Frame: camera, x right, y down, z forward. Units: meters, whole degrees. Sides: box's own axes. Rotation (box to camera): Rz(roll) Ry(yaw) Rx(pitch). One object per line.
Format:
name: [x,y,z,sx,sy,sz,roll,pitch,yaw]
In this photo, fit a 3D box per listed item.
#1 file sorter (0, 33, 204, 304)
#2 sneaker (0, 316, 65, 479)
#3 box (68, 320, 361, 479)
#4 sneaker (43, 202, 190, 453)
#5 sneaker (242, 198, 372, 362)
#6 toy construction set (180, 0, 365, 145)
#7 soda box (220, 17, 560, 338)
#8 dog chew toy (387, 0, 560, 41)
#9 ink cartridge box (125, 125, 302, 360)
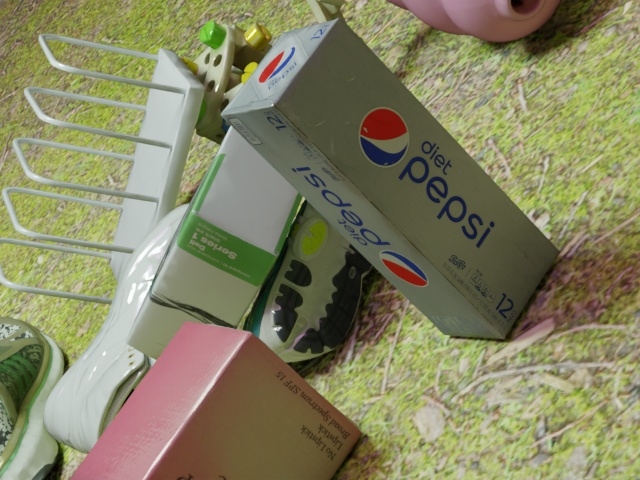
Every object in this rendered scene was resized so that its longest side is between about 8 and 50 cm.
file sorter: [-0.263,-0.083,1.963,0.193,0.173,0.277,-130,53,-65]
sneaker: [-0.401,0.164,1.930,0.158,0.182,0.410,-43,24,6]
box: [-0.103,0.203,1.427,0.232,0.148,0.127,-55,26,-17]
sneaker: [-0.157,0.101,1.746,0.292,0.108,0.169,-60,29,-9]
sneaker: [0.000,0.000,1.645,0.110,0.107,0.275,-24,31,57]
toy construction set: [-0.047,-0.211,1.954,0.328,0.151,0.215,-43,37,49]
soda box: [0.060,-0.045,1.381,0.098,0.286,0.091,-55,24,-21]
dog chew toy: [0.150,-0.307,1.774,0.206,0.206,0.332,-43,32,8]
ink cartridge box: [-0.094,0.006,1.628,0.219,0.093,0.160,-58,8,46]
